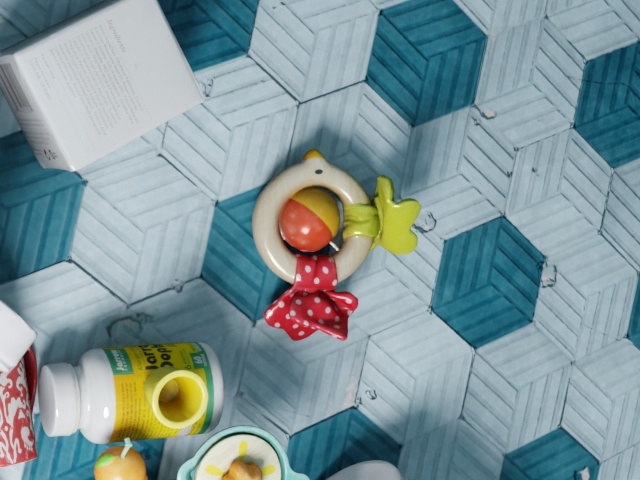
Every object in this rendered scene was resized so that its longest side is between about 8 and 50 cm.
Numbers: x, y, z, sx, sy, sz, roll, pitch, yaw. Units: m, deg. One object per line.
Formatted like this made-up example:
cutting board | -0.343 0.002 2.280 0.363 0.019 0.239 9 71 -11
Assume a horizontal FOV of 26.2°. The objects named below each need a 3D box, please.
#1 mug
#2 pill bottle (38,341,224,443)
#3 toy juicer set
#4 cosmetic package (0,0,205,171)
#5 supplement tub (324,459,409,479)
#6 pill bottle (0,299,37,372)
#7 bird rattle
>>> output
mug | -0.372 0.175 1.590 0.150 0.113 0.169 -9 84 -40
pill bottle | -0.233 0.187 1.681 0.208 0.117 0.118 -2 95 -25
toy juicer set | -0.122 0.315 1.638 0.329 0.089 0.209 42 79 -25
cosmetic package | -0.265 -0.189 1.615 0.183 0.151 0.151 -31 107 -19
supplement tub | 0.109 0.467 1.809 0.228 0.228 0.316 -42 111 -17
pill bottle | -0.483 0.202 1.396 0.229 0.229 0.408 43 75 -22
bird rattle | 0.000 0.000 1.804 0.207 0.143 0.253 45 88 -10
